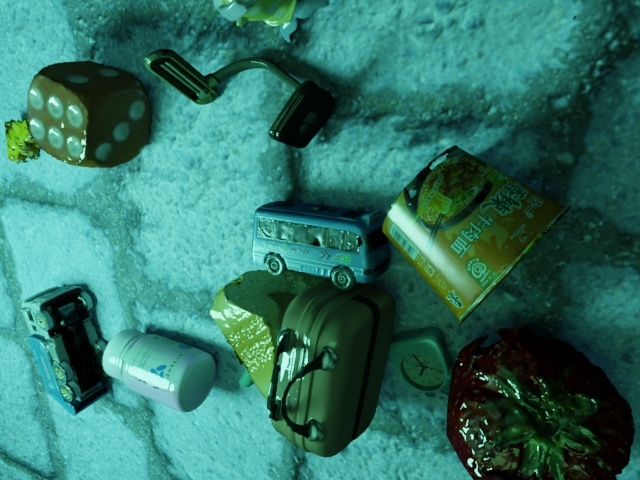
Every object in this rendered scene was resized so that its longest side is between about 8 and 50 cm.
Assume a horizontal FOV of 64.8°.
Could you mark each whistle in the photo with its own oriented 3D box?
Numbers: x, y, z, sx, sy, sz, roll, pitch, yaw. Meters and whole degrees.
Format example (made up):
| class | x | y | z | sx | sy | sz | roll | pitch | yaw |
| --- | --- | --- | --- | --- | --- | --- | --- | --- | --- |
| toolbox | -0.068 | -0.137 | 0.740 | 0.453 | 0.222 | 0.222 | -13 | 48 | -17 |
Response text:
| class | x | y | z | sx | sy | sz | roll | pitch | yaw |
| --- | --- | --- | --- | --- | --- | --- | --- | --- | --- |
| whistle | -0.139 | 0.271 | 1.153 | 0.039 | 0.039 | 0.186 | 37 | 123 | 11 |

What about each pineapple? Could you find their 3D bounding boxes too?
| class | x | y | z | sx | sy | sz | roll | pitch | yaw |
| --- | --- | --- | --- | --- | --- | --- | --- | --- | --- |
| pineapple | -0.732 | -0.262 | 1.254 | 0.116 | 0.069 | 0.137 | 49 | 115 | 10 |

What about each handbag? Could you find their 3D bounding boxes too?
| class | x | y | z | sx | sy | sz | roll | pitch | yaw |
| --- | --- | --- | --- | --- | --- | --- | --- | --- | --- |
| handbag | 0.006 | 0.230 | 0.892 | 0.149 | 0.283 | 0.301 | 20 | 108 | 31 |

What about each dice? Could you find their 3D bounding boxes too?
| class | x | y | z | sx | sy | sz | roll | pitch | yaw |
| --- | --- | --- | --- | --- | --- | --- | --- | --- | --- |
| dice | -0.475 | -0.262 | 1.040 | 0.175 | 0.179 | 0.173 | 30 | 121 | 18 |

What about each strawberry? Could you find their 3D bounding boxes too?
| class | x | y | z | sx | sy | sz | roll | pitch | yaw |
| --- | --- | --- | --- | --- | --- | --- | --- | --- | --- |
| strawberry | 0.331 | 0.279 | 0.808 | 0.274 | 0.220 | 0.274 | -8 | 63 | 16 |

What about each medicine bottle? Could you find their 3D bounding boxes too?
| class | x | y | z | sx | sy | sz | roll | pitch | yaw |
| --- | --- | --- | --- | --- | --- | --- | --- | --- | --- |
| medicine bottle | -0.398 | 0.313 | 1.244 | 0.255 | 0.152 | 0.151 | 14 | 116 | 23 |

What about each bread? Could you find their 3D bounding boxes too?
| class | x | y | z | sx | sy | sz | roll | pitch | yaw |
| --- | --- | --- | --- | --- | --- | --- | --- | --- | --- |
| bread | -0.115 | 0.173 | 1.015 | 0.211 | 0.184 | 0.224 | 19 | 115 | 23 |

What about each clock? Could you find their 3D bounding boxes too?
| class | x | y | z | sx | sy | sz | roll | pitch | yaw |
| --- | --- | --- | --- | --- | --- | --- | --- | --- | --- |
| clock | 0.200 | 0.242 | 0.953 | 0.108 | 0.045 | 0.147 | -19 | 100 | 34 |

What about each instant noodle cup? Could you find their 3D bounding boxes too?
| class | x | y | z | sx | sy | sz | roll | pitch | yaw |
| --- | --- | --- | --- | --- | --- | --- | --- | --- | --- |
| instant noodle cup | 0.215 | -0.017 | 0.748 | 0.182 | 0.230 | 0.230 | 43 | 124 | 19 |

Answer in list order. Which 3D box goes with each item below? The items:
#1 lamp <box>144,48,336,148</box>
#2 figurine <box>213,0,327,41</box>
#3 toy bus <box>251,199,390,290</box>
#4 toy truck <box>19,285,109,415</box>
| class | x | y | z | sx | sy | sz | roll | pitch | yaw |
| --- | --- | --- | --- | --- | --- | --- | --- | --- | --- |
| lamp | -0.136 | -0.263 | 0.849 | 0.283 | 0.203 | 0.124 | 27 | 101 | 21 |
| figurine | -0.093 | -0.398 | 0.788 | 0.209 | 0.183 | 0.128 | 28 | 135 | -35 |
| toy bus | 0.000 | 0.000 | 0.924 | 0.246 | 0.113 | 0.134 | 9 | 107 | 27 |
| toy truck | -0.707 | 0.306 | 1.413 | 0.175 | 0.146 | 0.367 | 5 | 112 | 32 |
